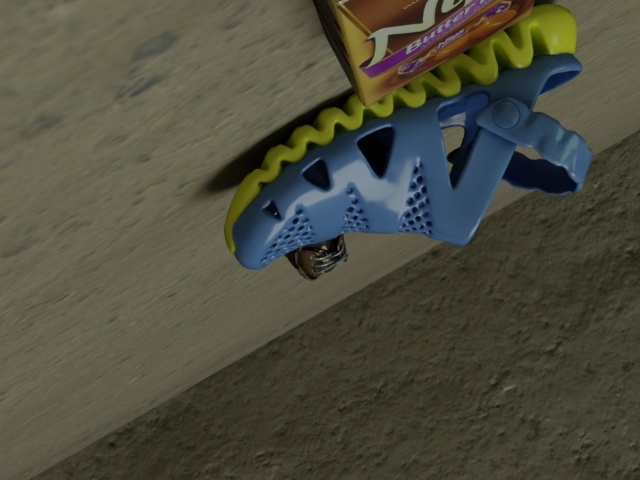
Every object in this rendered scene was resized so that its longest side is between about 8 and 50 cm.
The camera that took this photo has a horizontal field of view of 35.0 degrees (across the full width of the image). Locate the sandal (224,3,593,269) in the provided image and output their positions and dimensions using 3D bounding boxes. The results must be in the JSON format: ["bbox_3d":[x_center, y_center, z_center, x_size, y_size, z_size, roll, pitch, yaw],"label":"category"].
[{"bbox_3d":[0.079,-0.054,0.764,0.317,0.138,0.126,-28,174,-3],"label":"sandal"}]

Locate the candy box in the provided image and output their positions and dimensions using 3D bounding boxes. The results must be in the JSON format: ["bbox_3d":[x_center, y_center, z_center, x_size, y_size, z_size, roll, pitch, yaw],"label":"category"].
[{"bbox_3d":[0.051,-0.129,0.485,0.109,0.053,0.187,-30,171,3],"label":"candy box"}]

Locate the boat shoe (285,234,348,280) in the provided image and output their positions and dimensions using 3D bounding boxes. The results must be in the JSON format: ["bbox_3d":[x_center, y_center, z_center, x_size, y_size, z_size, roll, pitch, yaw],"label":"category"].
[{"bbox_3d":[0.000,0.000,1.068,0.066,0.066,0.183,-29,172,-10],"label":"boat shoe"}]
